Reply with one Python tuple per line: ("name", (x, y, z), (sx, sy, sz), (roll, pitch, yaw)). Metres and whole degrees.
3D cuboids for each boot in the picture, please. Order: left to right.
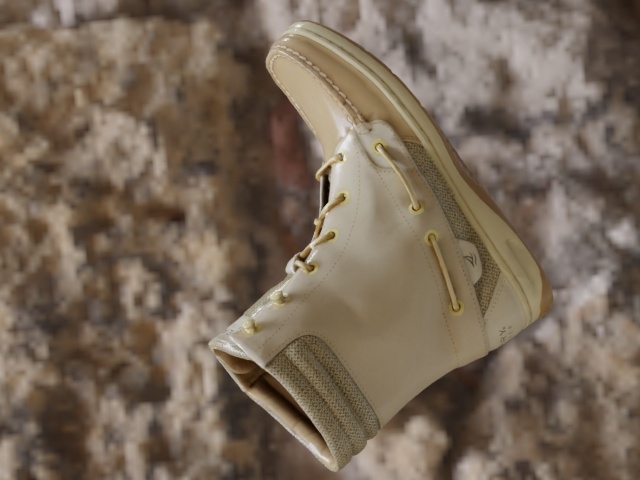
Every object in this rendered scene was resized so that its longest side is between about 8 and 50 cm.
("boot", (0.000, 0.000, 1.178), (0.262, 0.203, 0.095), (52, 165, 5))
